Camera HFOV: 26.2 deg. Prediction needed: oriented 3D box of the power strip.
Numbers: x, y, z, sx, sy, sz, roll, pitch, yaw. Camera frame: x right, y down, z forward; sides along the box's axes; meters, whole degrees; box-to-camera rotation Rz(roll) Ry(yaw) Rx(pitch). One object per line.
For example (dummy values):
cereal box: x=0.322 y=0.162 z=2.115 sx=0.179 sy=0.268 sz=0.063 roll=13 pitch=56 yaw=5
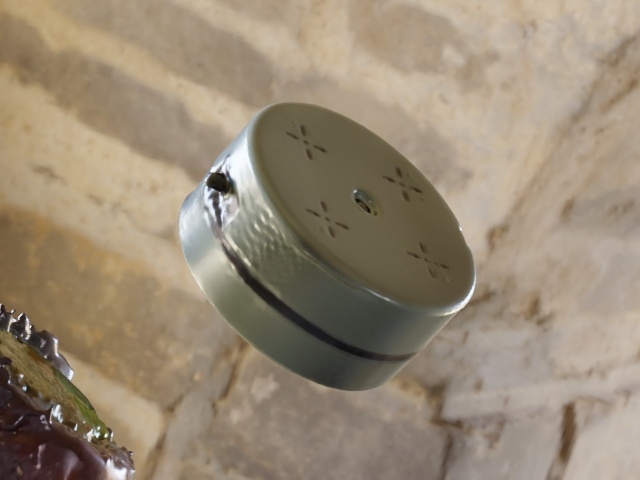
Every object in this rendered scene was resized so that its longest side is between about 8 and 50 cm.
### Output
power strip: x=0.000 y=0.000 z=1.628 sx=0.357 sy=0.161 sz=0.357 roll=30 pitch=32 yaw=-21

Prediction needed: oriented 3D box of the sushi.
sushi: x=-0.222 y=0.129 z=0.963 sx=0.161 sy=0.107 sz=0.241 roll=49 pitch=-3 yaw=26
